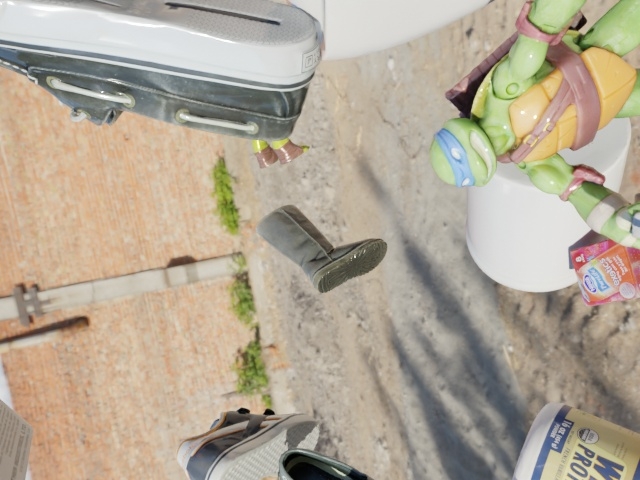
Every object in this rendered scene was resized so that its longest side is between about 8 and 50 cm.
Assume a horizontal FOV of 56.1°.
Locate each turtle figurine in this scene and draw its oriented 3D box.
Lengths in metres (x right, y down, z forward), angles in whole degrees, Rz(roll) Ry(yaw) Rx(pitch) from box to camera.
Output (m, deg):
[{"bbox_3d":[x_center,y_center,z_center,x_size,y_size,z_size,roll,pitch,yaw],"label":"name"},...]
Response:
[{"bbox_3d":[0.219,-0.101,0.391,0.198,0.266,0.275,56,172,4],"label":"turtle figurine"},{"bbox_3d":[-0.103,-0.229,0.986,0.269,0.087,0.217,-11,116,41],"label":"turtle figurine"}]

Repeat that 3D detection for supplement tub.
[{"bbox_3d":[0.527,0.450,1.068,0.316,0.228,0.228,17,126,34],"label":"supplement tub"}]

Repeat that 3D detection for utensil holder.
[{"bbox_3d":[0.475,-0.119,1.314,0.385,0.327,0.328,65,-178,-55],"label":"utensil holder"}]

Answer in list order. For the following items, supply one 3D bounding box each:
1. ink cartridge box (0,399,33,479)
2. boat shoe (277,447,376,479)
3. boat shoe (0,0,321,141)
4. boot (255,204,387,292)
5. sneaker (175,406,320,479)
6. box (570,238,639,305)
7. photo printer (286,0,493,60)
[{"bbox_3d":[-0.489,0.191,0.594,0.396,0.151,0.270,60,175,-29],"label":"ink cartridge box"},{"bbox_3d":[0.059,0.433,0.964,0.319,0.116,0.099,20,141,31],"label":"boat shoe"},{"bbox_3d":[-0.171,-0.143,0.480,0.121,0.335,0.119,-78,0,-50],"label":"boat shoe"},{"bbox_3d":[0.001,-0.002,1.185,0.208,0.189,0.076,41,142,42],"label":"boot"},{"bbox_3d":[-0.125,0.372,1.115,0.127,0.321,0.126,21,96,32],"label":"sneaker"},{"bbox_3d":[0.653,0.048,1.226,0.128,0.256,0.123,-28,73,58],"label":"box"},{"bbox_3d":[0.086,-0.271,0.443,0.107,0.256,0.307,62,172,17],"label":"photo printer"}]
